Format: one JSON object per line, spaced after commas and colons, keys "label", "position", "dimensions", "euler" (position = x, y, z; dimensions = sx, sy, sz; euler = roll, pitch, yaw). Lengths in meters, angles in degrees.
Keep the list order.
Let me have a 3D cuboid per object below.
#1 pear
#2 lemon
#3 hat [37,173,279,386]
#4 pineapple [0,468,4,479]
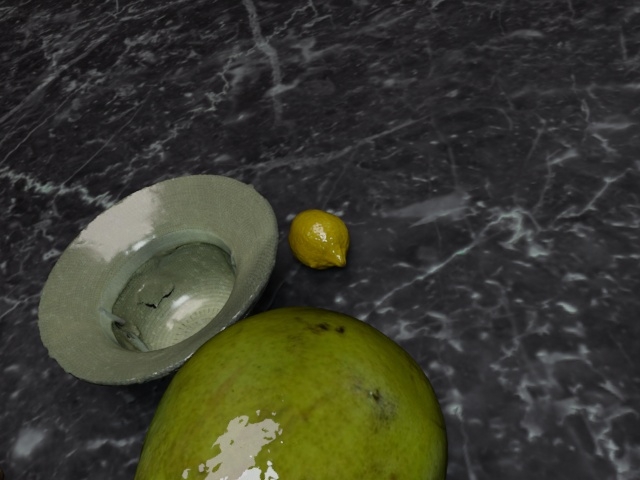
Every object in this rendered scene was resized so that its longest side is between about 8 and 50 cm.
{"label": "pear", "position": [-0.017, 0.151, 0.493], "dimensions": [0.212, 0.212, 0.269], "euler": [8, 9, 29]}
{"label": "lemon", "position": [0.000, 0.000, 0.758], "dimensions": [0.065, 0.065, 0.092], "euler": [-36, 45, -11]}
{"label": "hat", "position": [-0.140, 0.065, 0.707], "dimensions": [0.257, 0.130, 0.257], "euler": [-13, 45, 13]}
{"label": "pineapple", "position": [-0.271, 0.261, 0.523], "dimensions": [0.358, 0.223, 0.222], "euler": [-5, 47, 19]}
